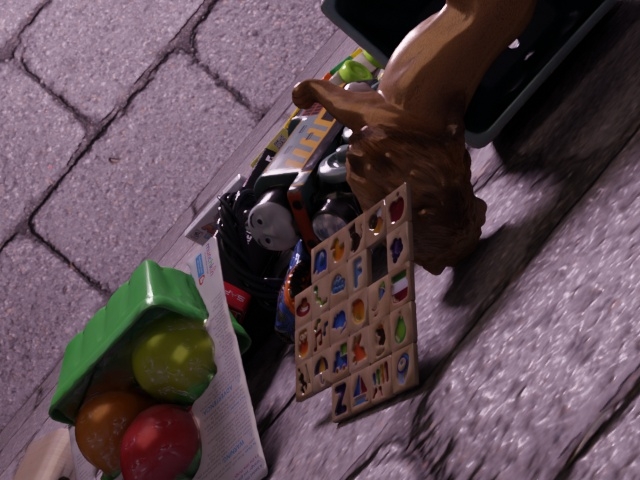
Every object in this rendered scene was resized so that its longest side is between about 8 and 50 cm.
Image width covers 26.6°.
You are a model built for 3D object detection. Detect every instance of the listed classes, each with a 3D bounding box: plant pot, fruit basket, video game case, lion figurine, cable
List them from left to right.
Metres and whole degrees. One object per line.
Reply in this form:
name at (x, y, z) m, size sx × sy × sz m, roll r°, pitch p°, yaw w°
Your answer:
fruit basket at (-0.184, 0.218, 1.597) m, size 0.327 × 0.165 × 0.353 m, roll -46°, pitch 47°, yaw 27°
video game case at (-0.107, -0.020, 2.109) m, size 0.143 × 0.157 × 0.019 m, roll -44°, pitch 32°, yaw 28°
cable at (-0.073, 0.011, 1.763) m, size 0.047 × 0.184 × 0.151 m, roll -29°, pitch 26°, yaw 44°
lion figurine at (0.124, -0.179, 1.374) m, size 0.240 × 0.142 × 0.392 m, roll 34°, pitch 108°, yaw 39°
plant pot at (0.188, -0.274, 1.591) m, size 0.248 × 0.247 × 0.252 m, roll -48°, pitch -6°, yaw 10°

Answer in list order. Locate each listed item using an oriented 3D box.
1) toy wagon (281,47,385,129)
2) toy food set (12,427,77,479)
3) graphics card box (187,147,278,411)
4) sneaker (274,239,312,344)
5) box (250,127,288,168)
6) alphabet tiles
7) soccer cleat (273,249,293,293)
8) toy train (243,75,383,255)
toy wagon at (0.024, -0.228, 2.334) m, size 0.267 × 0.068 × 0.344 m, roll -51°, pitch -2°, yaw 32°
toy food set at (-0.457, 0.436, 2.204) m, size 0.306 × 0.092 × 0.220 m, roll -33°, pitch 32°, yaw 61°
graphics card box at (-0.125, 0.059, 1.916) m, size 0.371 × 0.094 × 0.233 m, roll -63°, pitch -3°, yaw -53°
sneaker at (-0.016, 0.051, 1.709) m, size 0.087 × 0.083 × 0.221 m, roll -56°, pitch 2°, yaw 31°
box at (-0.021, -0.128, 2.140) m, size 0.087 × 0.058 × 0.232 m, roll -47°, pitch -15°, yaw 18°
alphabet tiles at (0.030, 0.076, 1.341) m, size 0.237 × 0.009 × 0.198 m, roll -36°, pitch 50°, yaw 56°
soccer cleat at (0.000, 0.000, 1.859) m, size 0.196 × 0.068 × 0.076 m, roll -53°, pitch 14°, yaw 26°
toy train at (0.029, -0.096, 1.716) m, size 0.190 × 0.142 × 0.334 m, roll -6°, pitch 32°, yaw 28°
